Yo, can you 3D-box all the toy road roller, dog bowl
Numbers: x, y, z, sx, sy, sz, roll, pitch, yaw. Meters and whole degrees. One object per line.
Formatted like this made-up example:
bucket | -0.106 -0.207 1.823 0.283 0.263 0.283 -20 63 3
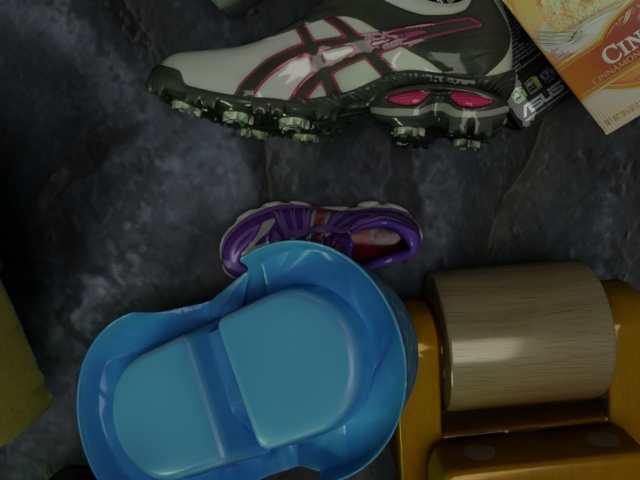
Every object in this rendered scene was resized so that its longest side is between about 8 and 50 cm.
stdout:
toy road roller | 0.168 0.194 0.506 0.202 0.240 0.329 -5 102 -2
dog bowl | -0.057 0.109 0.508 0.297 0.074 0.166 -26 78 26

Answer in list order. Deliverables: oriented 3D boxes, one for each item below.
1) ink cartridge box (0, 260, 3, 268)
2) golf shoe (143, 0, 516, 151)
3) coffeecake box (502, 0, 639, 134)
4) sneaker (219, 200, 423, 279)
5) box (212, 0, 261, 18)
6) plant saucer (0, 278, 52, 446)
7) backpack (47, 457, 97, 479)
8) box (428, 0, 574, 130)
ink cartridge box | -0.383 -0.026 0.507 0.160 0.092 0.219 -26 102 3
golf shoe | 0.007 -0.134 0.501 0.273 0.105 0.120 3 91 3
coffeecake box | 0.201 -0.190 0.440 0.185 0.068 0.142 47 128 -11
sneaker | 0.000 0.000 0.543 0.170 0.071 0.068 -9 102 0
box | 0.020 -0.335 0.423 0.345 0.168 0.215 -31 101 4
plant saucer | -0.365 0.063 0.384 0.333 0.081 0.333 -2 139 -9
backpack | -0.184 0.361 0.552 0.263 0.213 0.276 42 94 -21
box | 0.183 -0.215 0.521 0.191 0.045 0.184 -37 99 6
